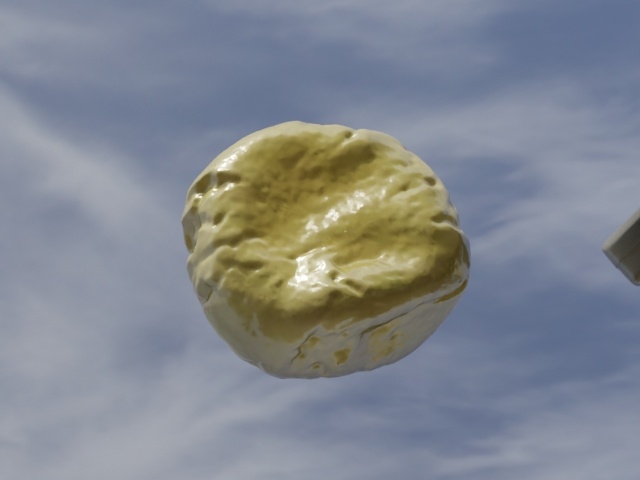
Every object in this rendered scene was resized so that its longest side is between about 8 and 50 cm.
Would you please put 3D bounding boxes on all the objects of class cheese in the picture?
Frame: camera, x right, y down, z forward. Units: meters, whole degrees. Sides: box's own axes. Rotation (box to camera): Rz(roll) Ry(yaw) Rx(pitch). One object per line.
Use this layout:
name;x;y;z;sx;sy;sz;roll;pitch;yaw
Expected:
cheese;0.000;0.000;1.396;0.226;0.117;0.214;-12;-122;-26

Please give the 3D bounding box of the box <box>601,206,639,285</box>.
box;0.360;-0.058;1.551;0.055;0.243;0.103;51;-150;17
